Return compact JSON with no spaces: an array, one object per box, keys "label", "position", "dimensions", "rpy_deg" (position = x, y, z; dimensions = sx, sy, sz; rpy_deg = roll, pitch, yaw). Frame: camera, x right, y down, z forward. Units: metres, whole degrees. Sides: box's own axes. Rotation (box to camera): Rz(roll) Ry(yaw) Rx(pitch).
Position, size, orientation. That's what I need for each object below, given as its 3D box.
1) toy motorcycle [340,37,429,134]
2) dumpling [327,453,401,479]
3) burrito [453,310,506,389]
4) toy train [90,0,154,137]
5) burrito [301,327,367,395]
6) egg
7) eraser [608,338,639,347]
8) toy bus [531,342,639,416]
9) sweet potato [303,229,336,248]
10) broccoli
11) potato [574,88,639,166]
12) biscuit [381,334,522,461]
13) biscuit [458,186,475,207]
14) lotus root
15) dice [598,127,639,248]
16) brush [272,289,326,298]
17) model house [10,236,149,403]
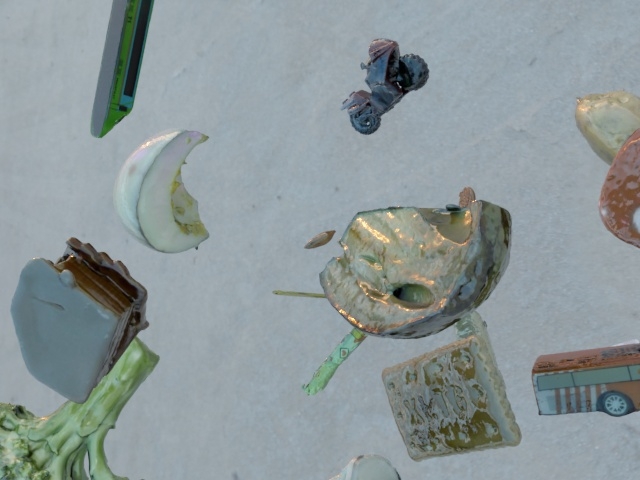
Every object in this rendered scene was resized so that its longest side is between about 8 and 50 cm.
[{"label":"toy motorcycle","position":[0.105,-0.288,1.165],"dimensions":[0.122,0.082,0.213],"rpy_deg":[53,140,3]},{"label":"dumpling","position":[0.061,0.597,1.242],"dimensions":[0.181,0.260,0.341],"rpy_deg":[-11,55,56]},{"label":"burrito","position":[0.332,0.226,1.325],"dimensions":[0.060,0.087,0.226],"rpy_deg":[-16,94,40]},{"label":"toy train","position":[-0.249,-0.230,0.797],"dimensions":[0.044,0.042,0.209],"rpy_deg":[22,101,45]},{"label":"burrito","position":[0.055,0.324,1.783],"dimensions":[0.054,0.104,0.288],"rpy_deg":[40,84,5]},{"label":"egg","position":[-0.342,-0.104,1.284],"dimensions":[0.162,0.206,0.271],"rpy_deg":[23,133,31]},{"label":"eraser","position":[0.848,0.321,1.753],"dimensions":[0.105,0.026,0.065],"rpy_deg":[-27,52,28]},{"label":"toy bus","position":[0.523,0.196,0.916],"dimensions":[0.409,0.093,0.092],"rpy_deg":[-14,92,28]},{"label":"sweet potato","position":[0.000,0.000,1.629],"dimensions":[0.095,0.034,0.034],"rpy_deg":[-30,59,-2]},{"label":"broccoli","position":[-0.541,0.380,1.308],"dimensions":[0.275,0.353,0.397],"rpy_deg":[-12,68,62]},{"label":"potato","position":[0.611,-0.210,1.243],"dimensions":[0.128,0.161,0.234],"rpy_deg":[-42,53,9]},{"label":"biscuit","position":[0.245,0.329,1.263],"dimensions":[0.325,0.044,0.217],"rpy_deg":[-36,70,52]},{"label":"biscuit","position":[0.422,-0.115,1.822],"dimensions":[0.078,0.015,0.091],"rpy_deg":[-117,28,-48]},{"label":"lotus root","position":[0.136,0.041,0.840],"dimensions":[0.210,0.142,0.314],"rpy_deg":[-66,25,1]},{"label":"dice","position":[0.565,-0.080,0.983],"dimensions":[0.175,0.174,0.179],"rpy_deg":[38,129,41]},{"label":"brush","position":[-0.002,0.118,1.354],"dimensions":[0.083,0.205,0.011],"rpy_deg":[118,154,-71]},{"label":"model house","position":[-0.414,0.125,1.105],"dimensions":[0.199,0.229,0.219],"rpy_deg":[35,100,-5]}]
